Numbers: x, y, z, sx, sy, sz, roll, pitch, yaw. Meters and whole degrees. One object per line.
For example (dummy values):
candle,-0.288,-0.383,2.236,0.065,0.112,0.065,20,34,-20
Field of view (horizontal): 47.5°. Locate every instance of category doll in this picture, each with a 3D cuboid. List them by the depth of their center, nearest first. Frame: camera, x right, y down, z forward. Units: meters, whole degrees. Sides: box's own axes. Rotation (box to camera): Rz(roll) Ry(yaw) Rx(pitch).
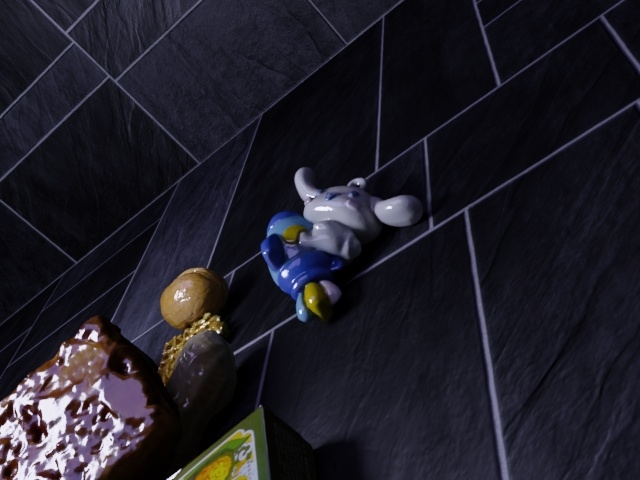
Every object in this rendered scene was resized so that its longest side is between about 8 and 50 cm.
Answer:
doll,-0.006,-0.006,1.603,0.366,0.187,0.376,-53,24,-17

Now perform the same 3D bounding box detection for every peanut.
peanut,-0.276,0.342,1.540,0.149,0.149,0.313,-11,43,53

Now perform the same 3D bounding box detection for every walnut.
walnut,-0.334,0.156,1.933,0.206,0.159,0.159,-34,25,30

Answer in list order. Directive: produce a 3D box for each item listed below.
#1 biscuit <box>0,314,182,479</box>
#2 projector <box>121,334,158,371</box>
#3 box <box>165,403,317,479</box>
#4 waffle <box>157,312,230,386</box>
biscuit,-0.472,0.392,1.409,0.395,0.166,0.342,-42,51,-7
projector,-0.606,0.457,1.771,0.395,0.242,0.405,-40,24,9
box,-0.168,0.504,1.074,0.373,0.138,0.420,-40,24,11
waffle,-0.311,0.283,1.801,0.219,0.057,0.229,-37,25,19
